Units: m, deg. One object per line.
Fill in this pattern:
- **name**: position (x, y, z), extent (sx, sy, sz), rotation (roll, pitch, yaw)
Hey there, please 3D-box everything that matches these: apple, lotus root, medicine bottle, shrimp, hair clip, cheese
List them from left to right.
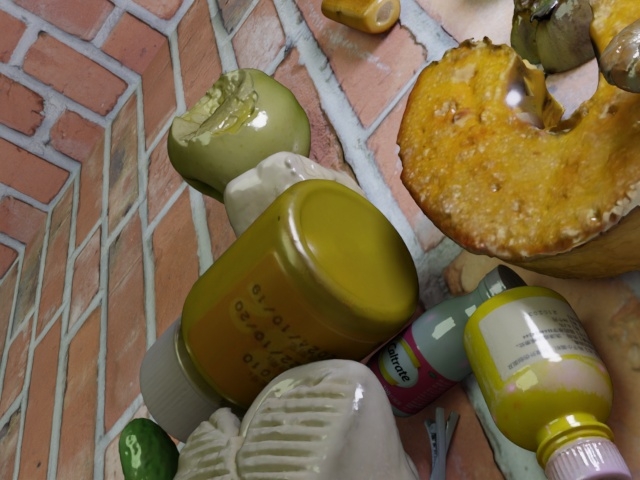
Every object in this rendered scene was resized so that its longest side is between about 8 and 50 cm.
- **apple**: position (-0.146, -0.184, 1.504), extent (0.279, 0.279, 0.279), rotation (-37, 37, 36)
- **medicine bottle**: position (-0.069, 0.114, 1.048), extent (0.384, 0.224, 0.224), rotation (-43, 34, 33)
- **cheese**: position (0.002, 0.000, 1.229), extent (0.174, 0.251, 0.247), rotation (-30, 77, 24)
- **hair clip**: position (0.133, 0.255, 0.916), extent (0.039, 0.030, 0.115), rotation (131, 156, -59)
- **medicine bottle**: position (0.153, 0.119, 0.934), extent (0.217, 0.090, 0.090), rotation (-44, 34, 26)
- **medicine bottle**: position (0.224, 0.154, 0.763), extent (0.122, 0.122, 0.212), rotation (-46, 34, 25)
- **lotus root**: position (0.322, -0.326, 1.067), extent (0.183, 0.078, 0.203), rotation (-11, 58, 55)
- **shrimp**: position (0.321, -0.161, 0.675), extent (0.099, 0.041, 0.180), rotation (-47, 32, -6)

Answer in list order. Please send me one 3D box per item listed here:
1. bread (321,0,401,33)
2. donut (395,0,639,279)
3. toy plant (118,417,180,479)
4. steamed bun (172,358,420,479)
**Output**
- **bread**: position (0.080, -0.459, 1.556), extent (0.092, 0.074, 0.239), rotation (-51, 30, 4)
- **donut**: position (0.290, -0.122, 0.864), extent (0.435, 0.163, 0.377), rotation (-23, 48, 45)
- **toy plant**: position (-0.204, 0.466, 1.106), extent (0.317, 0.210, 0.356), rotation (19, 75, 27)
- **steamed bun**: position (-0.028, 0.345, 0.859), extent (0.342, 0.255, 0.367), rotation (-23, 31, 40)
